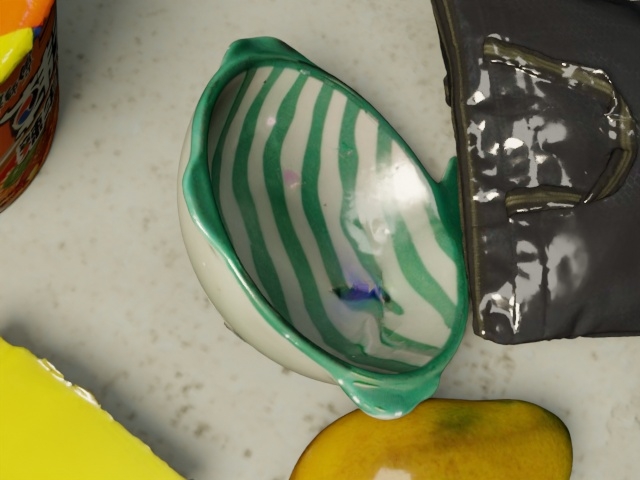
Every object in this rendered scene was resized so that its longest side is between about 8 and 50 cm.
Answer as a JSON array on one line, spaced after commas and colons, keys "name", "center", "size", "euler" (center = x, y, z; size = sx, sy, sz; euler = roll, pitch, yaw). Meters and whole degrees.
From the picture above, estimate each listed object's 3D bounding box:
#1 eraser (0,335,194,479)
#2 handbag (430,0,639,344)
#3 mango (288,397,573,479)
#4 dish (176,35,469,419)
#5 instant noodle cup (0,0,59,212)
[{"name": "eraser", "center": [-0.184, 0.148, 0.446], "size": [0.158, 0.069, 0.226], "euler": [38, 42, 4]}, {"name": "handbag", "center": [0.170, -0.057, 0.600], "size": [0.211, 0.089, 0.254], "euler": [3, 69, -18]}, {"name": "mango", "center": [0.059, 0.139, 0.519], "size": [0.163, 0.089, 0.111], "euler": [5, 108, -22]}, {"name": "dish", "center": [0.000, 0.000, 0.548], "size": [0.246, 0.078, 0.224], "euler": [0, 63, -48]}, {"name": "instant noodle cup", "center": [-0.247, -0.111, 0.504], "size": [0.250, 0.192, 0.250], "euler": [2, 72, -7]}]
